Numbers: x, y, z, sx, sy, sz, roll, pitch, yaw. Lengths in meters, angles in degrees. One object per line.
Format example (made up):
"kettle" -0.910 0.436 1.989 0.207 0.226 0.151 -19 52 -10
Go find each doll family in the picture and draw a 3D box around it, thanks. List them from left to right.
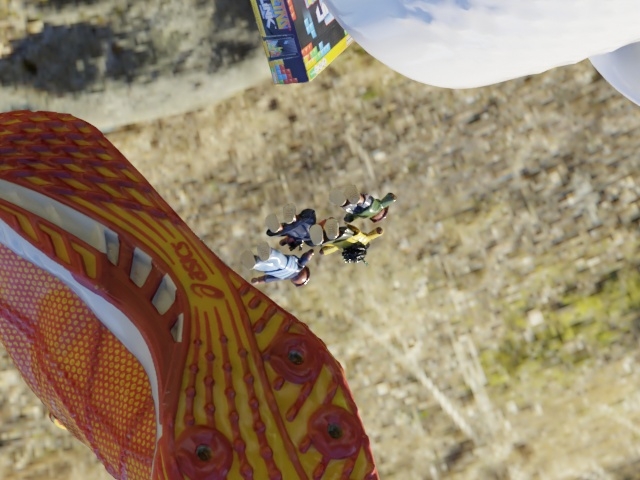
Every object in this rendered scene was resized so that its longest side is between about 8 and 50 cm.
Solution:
"doll family" 0.000 0.000 1.556 0.193 0.076 0.111 -15 164 24

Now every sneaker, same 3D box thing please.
"sneaker" -0.043 0.038 0.376 0.064 0.175 0.067 -22 150 -33

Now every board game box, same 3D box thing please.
"board game box" -0.013 -0.267 1.502 0.048 0.170 0.141 -1 119 28

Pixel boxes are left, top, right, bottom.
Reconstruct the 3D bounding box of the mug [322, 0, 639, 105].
"mug" 0.203 -0.223 0.870 0.328 0.276 0.374 -11 121 54
